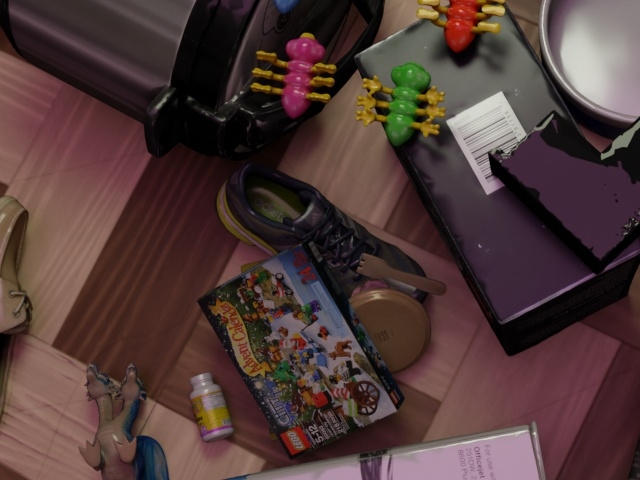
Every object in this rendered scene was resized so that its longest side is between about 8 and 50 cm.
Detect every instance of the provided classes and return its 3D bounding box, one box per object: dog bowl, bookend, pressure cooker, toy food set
[{"bbox_3d":[0.408,-0.258,1.568,0.265,0.104,0.264,-2,79,10],"label":"dog bowl"},{"bbox_3d":[0.277,-0.078,1.248,0.156,0.072,0.157,-44,74,-2],"label":"bookend"},{"bbox_3d":[-0.135,-0.306,1.546,0.420,0.375,0.369,29,105,14],"label":"pressure cooker"},{"bbox_3d":[0.071,0.109,1.552,0.132,0.038,0.192,19,113,-9],"label":"toy food set"}]

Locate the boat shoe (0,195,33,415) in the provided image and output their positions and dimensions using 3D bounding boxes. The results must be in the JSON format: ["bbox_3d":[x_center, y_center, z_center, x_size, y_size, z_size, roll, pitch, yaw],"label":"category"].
[{"bbox_3d":[-0.426,0.093,1.647,0.098,0.109,0.302,15,87,7],"label":"boat shoe"}]

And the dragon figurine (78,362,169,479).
[{"bbox_3d":[-0.243,0.296,1.580,0.085,0.144,0.289,-12,96,6],"label":"dragon figurine"}]

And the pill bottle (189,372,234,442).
[{"bbox_3d":[-0.142,0.213,1.601,0.043,0.043,0.083,-20,75,6],"label":"pill bottle"}]

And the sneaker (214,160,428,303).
[{"bbox_3d":[0.000,0.000,1.562,0.300,0.121,0.111,28,76,4],"label":"sneaker"}]

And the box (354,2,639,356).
[{"bbox_3d":[0.210,-0.065,1.457,0.179,0.312,0.343,-28,75,4],"label":"box"}]

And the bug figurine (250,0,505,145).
[{"bbox_3d":[0.047,-0.219,1.320,0.279,0.072,0.216,15,88,10],"label":"bug figurine"}]

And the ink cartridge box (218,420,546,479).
[{"bbox_3d":[0.066,0.323,1.417,0.395,0.285,0.166,-12,78,8],"label":"ink cartridge box"}]

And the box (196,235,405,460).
[{"bbox_3d":[-0.024,0.133,1.522,0.159,0.044,0.233,-29,94,21],"label":"box"}]

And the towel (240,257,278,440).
[{"bbox_3d":[-0.036,0.134,1.610,0.102,0.021,0.237,-13,77,6],"label":"towel"}]

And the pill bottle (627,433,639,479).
[{"bbox_3d":[0.447,0.257,1.420,0.176,0.176,0.318,15,81,13],"label":"pill bottle"}]
